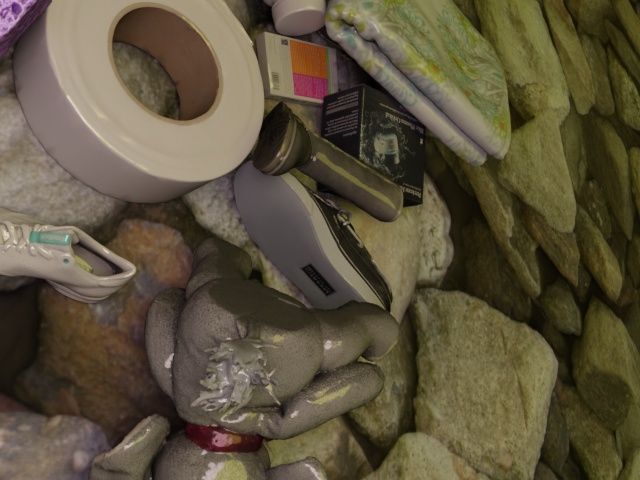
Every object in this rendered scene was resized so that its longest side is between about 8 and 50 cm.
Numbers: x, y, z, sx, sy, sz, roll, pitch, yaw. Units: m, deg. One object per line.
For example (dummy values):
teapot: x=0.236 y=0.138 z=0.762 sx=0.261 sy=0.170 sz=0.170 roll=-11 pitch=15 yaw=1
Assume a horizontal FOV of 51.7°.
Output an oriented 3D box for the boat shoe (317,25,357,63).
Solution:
boat shoe: x=0.071 y=-0.332 z=1.125 sx=0.227 sy=0.068 sz=0.081 roll=2 pitch=61 yaw=-44

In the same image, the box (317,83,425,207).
box: x=0.085 y=-0.142 z=1.048 sx=0.155 sy=0.093 sz=0.159 roll=12 pitch=78 yaw=-42

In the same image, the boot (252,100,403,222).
boot: x=0.017 y=-0.083 z=0.853 sx=0.208 sy=0.076 sz=0.190 roll=40 pitch=24 yaw=-19

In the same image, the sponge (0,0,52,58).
sponge: x=-0.317 y=-0.159 z=0.594 sx=0.031 sy=0.117 sz=0.210 roll=41 pitch=81 yaw=-25

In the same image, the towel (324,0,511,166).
towel: x=0.178 y=-0.330 z=1.103 sx=0.374 sy=0.090 sz=0.321 roll=37 pitch=40 yaw=-22

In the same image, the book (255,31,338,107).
book: x=-0.033 y=-0.261 z=1.029 sx=0.144 sy=0.035 sz=0.096 roll=0 pitch=81 yaw=-44

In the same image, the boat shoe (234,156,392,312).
boat shoe: x=0.003 y=-0.001 z=0.921 sx=0.306 sy=0.113 sz=0.105 roll=48 pitch=40 yaw=-13

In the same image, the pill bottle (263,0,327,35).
pill bottle: x=-0.046 y=-0.418 z=1.009 sx=0.112 sy=0.112 sz=0.187 roll=-4 pitch=79 yaw=-45

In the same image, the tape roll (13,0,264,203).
tape roll: x=-0.204 y=-0.192 z=0.790 sx=0.286 sy=0.100 sz=0.287 roll=16 pitch=65 yaw=-40

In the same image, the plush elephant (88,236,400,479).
plush elephant: x=-0.085 y=0.181 z=0.700 sx=0.271 sy=0.256 sz=0.330 roll=21 pitch=14 yaw=4

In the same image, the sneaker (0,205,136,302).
sneaker: x=-0.284 y=0.003 z=0.651 sx=0.212 sy=0.094 sz=0.080 roll=21 pitch=64 yaw=-38
